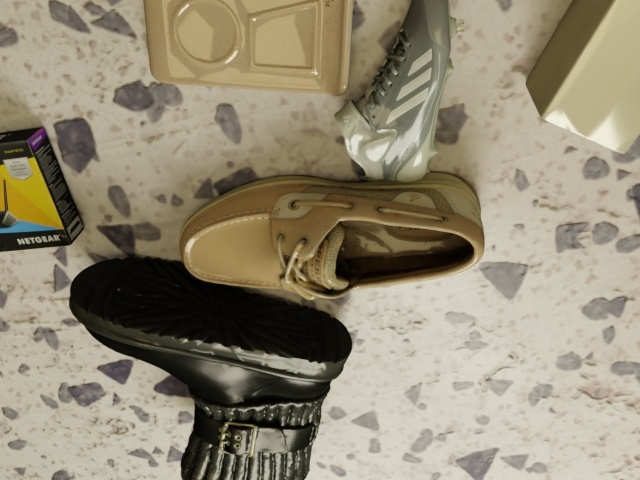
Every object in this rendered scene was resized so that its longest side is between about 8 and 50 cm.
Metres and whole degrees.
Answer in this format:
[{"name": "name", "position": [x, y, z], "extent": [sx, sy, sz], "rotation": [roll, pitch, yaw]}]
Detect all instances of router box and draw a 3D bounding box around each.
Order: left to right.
[{"name": "router box", "position": [-0.382, -0.052, 0.783], "extent": [0.179, 0.046, 0.133], "rotation": [-6, 119, 11]}]

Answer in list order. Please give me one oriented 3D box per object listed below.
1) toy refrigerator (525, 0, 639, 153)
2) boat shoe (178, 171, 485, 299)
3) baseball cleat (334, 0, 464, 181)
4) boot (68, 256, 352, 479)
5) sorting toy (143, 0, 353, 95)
[{"name": "toy refrigerator", "position": [0.287, -0.217, 0.567], "extent": [0.094, 0.102, 0.269], "rotation": [22, 120, -6]}, {"name": "boat shoe", "position": [0.000, 0.000, 0.727], "extent": [0.341, 0.110, 0.121], "rotation": [-9, 119, 12]}, {"name": "baseball cleat", "position": [0.069, -0.145, 0.648], "extent": [0.109, 0.072, 0.205], "rotation": [-2, 121, -6]}, {"name": "boot", "position": [-0.151, 0.184, 0.844], "extent": [0.348, 0.131, 0.260], "rotation": [19, 121, -4]}, {"name": "sorting toy", "position": [-0.070, -0.239, 0.642], "extent": [0.208, 0.038, 0.193], "rotation": [7, 121, 8]}]
